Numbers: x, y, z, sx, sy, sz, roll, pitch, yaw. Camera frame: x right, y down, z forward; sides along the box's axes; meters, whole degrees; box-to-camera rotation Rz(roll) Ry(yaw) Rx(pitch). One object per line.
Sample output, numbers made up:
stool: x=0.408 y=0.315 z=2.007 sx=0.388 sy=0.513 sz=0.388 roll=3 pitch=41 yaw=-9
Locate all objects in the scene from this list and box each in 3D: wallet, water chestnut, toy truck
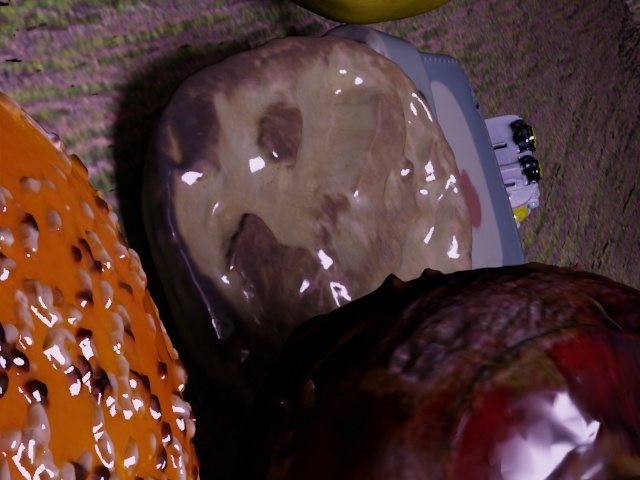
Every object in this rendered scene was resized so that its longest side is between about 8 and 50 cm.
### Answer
wallet: x=0.060 y=-0.048 z=1.196 sx=0.360 sy=0.083 sz=0.252 roll=-8 pitch=81 yaw=-65
water chestnut: x=0.120 y=0.163 z=0.787 sx=0.335 sy=0.347 sz=0.335 roll=9 pitch=78 yaw=-45
toy truck: x=0.180 y=-0.062 z=1.480 sx=0.077 sy=0.076 sz=0.111 roll=68 pitch=14 yaw=-57

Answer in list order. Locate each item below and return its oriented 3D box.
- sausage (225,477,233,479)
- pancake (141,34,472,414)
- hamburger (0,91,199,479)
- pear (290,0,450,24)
sausage: x=-0.087 y=0.170 z=0.747 sx=0.033 sy=0.033 sz=0.269 roll=67 pitch=23 yaw=-2
pancake: x=0.000 y=0.000 z=0.974 sx=0.294 sy=0.049 sz=0.294 roll=19 pitch=63 yaw=-42
hamburger: x=-0.151 y=0.073 z=0.520 sx=0.300 sy=0.176 sz=0.300 roll=49 pitch=29 yaw=-39
pear: x=0.034 y=-0.300 z=1.152 sx=0.253 sy=0.253 sz=0.307 roll=55 pitch=13 yaw=-27
